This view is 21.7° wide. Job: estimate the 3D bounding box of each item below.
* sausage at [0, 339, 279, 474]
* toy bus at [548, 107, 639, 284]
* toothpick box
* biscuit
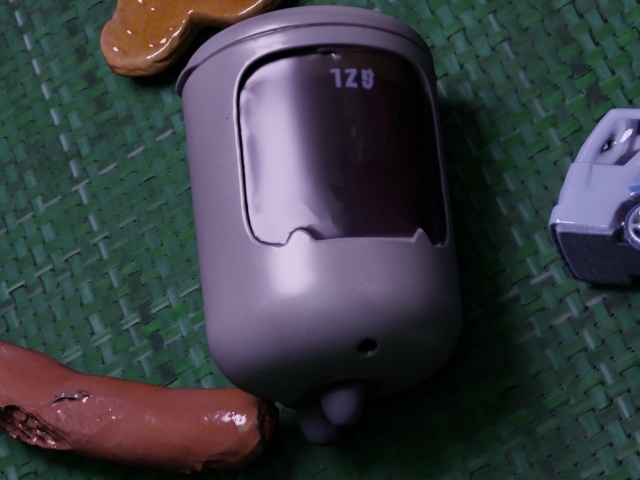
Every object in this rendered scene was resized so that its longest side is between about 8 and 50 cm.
[{"bbox_3d":[-0.182,0.145,1.419,0.327,0.079,0.087,7,75,28],"label":"sausage"},{"bbox_3d":[0.344,-0.024,1.238,0.330,0.109,0.136,4,64,25],"label":"toy bus"},{"bbox_3d":[0.000,0.000,1.329,0.229,0.229,0.316,-13,68,19],"label":"toothpick box"},{"bbox_3d":[-0.133,-0.320,1.587,0.216,0.047,0.339,-23,62,12],"label":"biscuit"}]
